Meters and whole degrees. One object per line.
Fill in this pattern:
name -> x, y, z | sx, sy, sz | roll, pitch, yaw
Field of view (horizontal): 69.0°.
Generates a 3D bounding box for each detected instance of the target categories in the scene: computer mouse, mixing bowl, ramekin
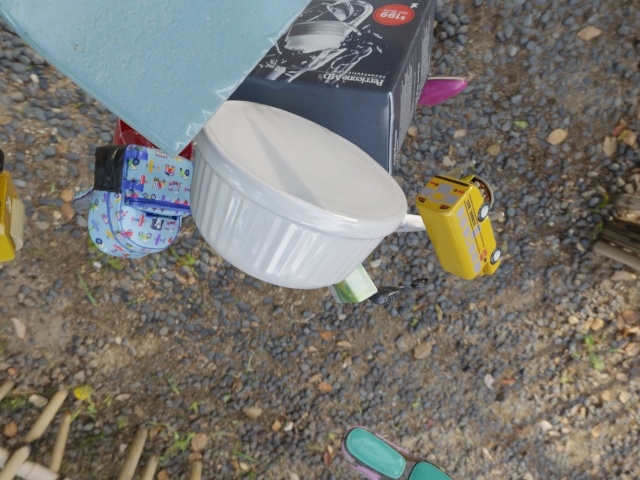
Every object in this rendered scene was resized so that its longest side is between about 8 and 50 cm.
computer mouse -> 0.244, 0.156, 1.421 | 0.242, 0.071, 0.041 | -12, 101, -31
mixing bowl -> -0.392, -0.219, 1.050 | 0.098, 0.181, 0.181 | -19, 111, 35
ramekin -> -0.038, -0.056, 0.592 | 0.273, 0.273, 0.127 | 23, 119, -12

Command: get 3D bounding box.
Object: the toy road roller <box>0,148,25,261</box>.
toy road roller -> -0.929, -0.093, 1.194 | 0.241, 0.202, 0.329 | -5, 151, -20

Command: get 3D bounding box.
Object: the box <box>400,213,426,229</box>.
box -> 0.188, -0.053, 1.294 | 0.186, 0.145, 0.038 | 6, 85, -31

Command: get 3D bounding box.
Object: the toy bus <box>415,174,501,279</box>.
toy bus -> 0.347, -0.016, 1.148 | 0.130, 0.108, 0.332 | -49, 135, -15

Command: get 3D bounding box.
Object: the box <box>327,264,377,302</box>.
box -> 0.000, 0.000, 1.096 | 0.058, 0.232, 0.322 | -33, 88, -12

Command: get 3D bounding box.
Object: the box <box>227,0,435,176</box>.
box -> 0.004, -0.303, 0.838 | 0.343, 0.312, 0.179 | 12, 146, 17

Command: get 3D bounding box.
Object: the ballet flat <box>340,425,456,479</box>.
ballet flat -> 0.129, 0.364, 0.711 | 0.221, 0.077, 0.079 | 26, 147, 21

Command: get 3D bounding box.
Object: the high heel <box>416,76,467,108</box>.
high heel -> 0.231, -0.327, 1.265 | 0.127, 0.377, 0.181 | -14, 100, -37

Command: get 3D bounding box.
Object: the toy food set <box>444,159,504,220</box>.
toy food set -> 0.436, -0.126, 1.350 | 0.038, 0.132, 0.192 | -29, 89, -35

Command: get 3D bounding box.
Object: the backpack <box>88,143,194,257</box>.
backpack -> -0.289, -0.057, 0.760 | 0.117, 0.158, 0.173 | 3, 83, 29

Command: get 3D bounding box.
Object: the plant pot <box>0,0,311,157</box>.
plant pot -> -0.153, -0.280, 0.394 | 0.252, 0.248, 0.247 | 31, 126, -33

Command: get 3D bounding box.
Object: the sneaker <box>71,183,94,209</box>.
sneaker -> -0.817, -0.133, 1.670 | 0.224, 0.083, 0.098 | -22, 77, 34
